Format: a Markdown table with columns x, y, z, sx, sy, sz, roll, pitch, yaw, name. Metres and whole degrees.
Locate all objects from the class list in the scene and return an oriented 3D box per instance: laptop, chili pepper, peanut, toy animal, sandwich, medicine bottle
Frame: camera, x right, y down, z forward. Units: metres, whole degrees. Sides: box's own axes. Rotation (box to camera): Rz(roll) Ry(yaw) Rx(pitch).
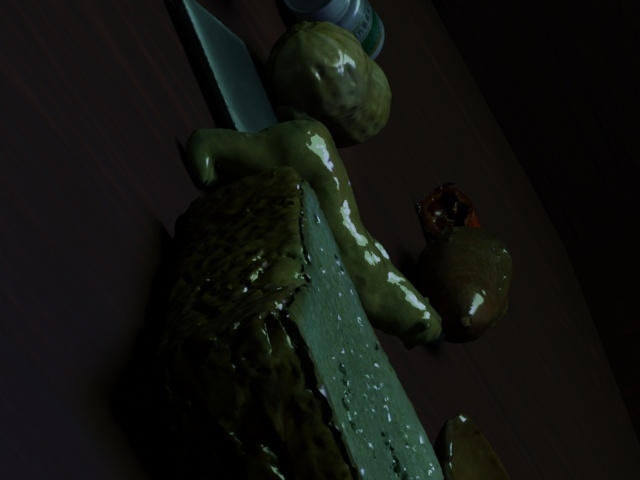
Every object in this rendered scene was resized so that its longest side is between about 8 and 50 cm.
| x | y | z | sx | sy | sz | roll | pitch | yaw | name |
| --- | --- | --- | --- | --- | --- | --- | --- | --- | --- |
| -0.040 | -0.062 | 1.472 | 0.269 | 0.015 | 0.187 | 67 | 11 | 13 | laptop |
| 0.179 | 0.018 | 2.234 | 0.088 | 0.065 | 0.169 | -105 | 169 | -47 | chili pepper |
| 0.009 | -0.142 | 1.688 | 0.229 | 0.098 | 0.103 | 34 | 64 | -75 | peanut |
| 0.000 | 0.000 | 1.294 | 0.219 | 0.101 | 0.103 | 63 | 9 | -6 | toy animal |
| -0.006 | 0.114 | 1.029 | 0.273 | 0.095 | 0.249 | -86 | 152 | -71 | sandwich |
| 0.012 | -0.240 | 1.958 | 0.130 | 0.080 | 0.080 | 46 | 21 | -61 | medicine bottle |

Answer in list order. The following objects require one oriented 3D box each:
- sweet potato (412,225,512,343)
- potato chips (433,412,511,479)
| x | y | z | sx | sy | sz | roll | pitch | yaw | name |
| --- | --- | --- | --- | --- | --- | --- | --- | --- | --- |
| 0.155 | 0.032 | 1.976 | 0.109 | 0.109 | 0.385 | 63 | 10 | -6 | sweet potato |
| 0.135 | 0.235 | 1.545 | 0.202 | 0.049 | 0.150 | 56 | 17 | -44 | potato chips |
